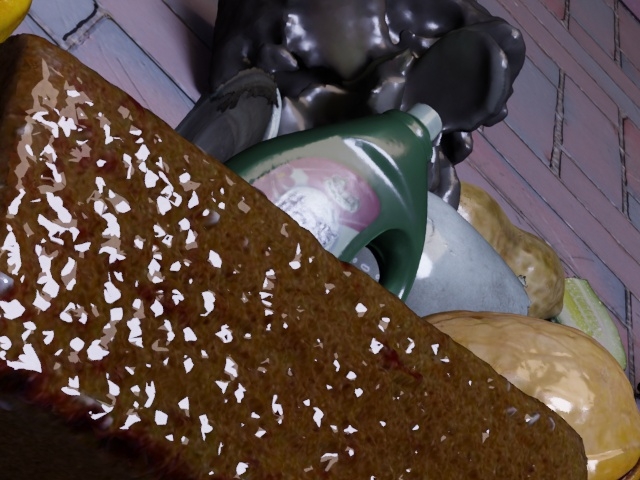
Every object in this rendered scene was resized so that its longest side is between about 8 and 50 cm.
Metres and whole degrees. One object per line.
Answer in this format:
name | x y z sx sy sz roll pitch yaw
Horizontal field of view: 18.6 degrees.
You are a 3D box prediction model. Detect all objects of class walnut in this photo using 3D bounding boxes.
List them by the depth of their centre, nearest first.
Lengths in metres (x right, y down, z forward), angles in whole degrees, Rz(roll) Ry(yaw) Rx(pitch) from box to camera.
walnut | 0.104 0.114 1.139 0.180 0.144 0.144 4 27 -2

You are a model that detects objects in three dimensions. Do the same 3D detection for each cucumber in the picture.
cucumber | 0.215 0.077 1.644 0.067 0.035 0.107 7 43 -37

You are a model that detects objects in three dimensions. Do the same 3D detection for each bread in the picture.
bread | -0.029 0.084 0.901 0.416 0.113 0.165 37 56 -36

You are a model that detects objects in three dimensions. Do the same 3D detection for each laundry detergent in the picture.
laundry detergent | 0.000 0.000 1.090 0.211 0.063 0.137 -42 101 -29

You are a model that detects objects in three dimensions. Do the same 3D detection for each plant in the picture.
plant | 0.024 -0.129 1.404 0.188 0.199 0.276 29 22 -30

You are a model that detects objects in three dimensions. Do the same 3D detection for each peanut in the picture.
peanut | 0.126 0.013 1.509 0.193 0.089 0.089 38 21 -41

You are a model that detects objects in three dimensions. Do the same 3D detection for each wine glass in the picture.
wine glass | 0.016 0.005 1.212 0.241 0.126 0.126 34 24 -30

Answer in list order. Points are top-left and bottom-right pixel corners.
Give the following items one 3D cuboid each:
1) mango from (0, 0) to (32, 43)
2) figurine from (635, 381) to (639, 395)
mango | -0.209 -0.161 1.131 0.101 0.066 0.187 46 22 -32
figurine | 0.410 0.188 1.659 0.257 0.181 0.208 62 -7 16
